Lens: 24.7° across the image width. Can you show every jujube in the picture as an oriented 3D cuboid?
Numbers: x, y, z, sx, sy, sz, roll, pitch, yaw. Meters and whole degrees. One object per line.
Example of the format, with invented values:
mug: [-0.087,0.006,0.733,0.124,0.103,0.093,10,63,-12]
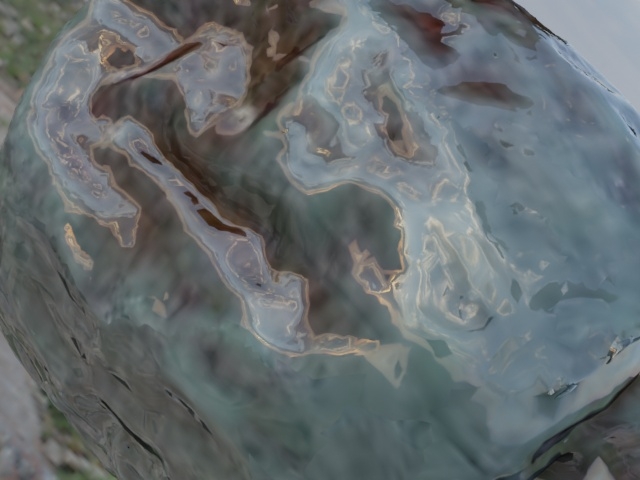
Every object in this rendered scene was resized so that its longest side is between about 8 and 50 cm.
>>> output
jujube: [0.002,0.006,0.590,0.308,0.246,0.215,49,2,39]
